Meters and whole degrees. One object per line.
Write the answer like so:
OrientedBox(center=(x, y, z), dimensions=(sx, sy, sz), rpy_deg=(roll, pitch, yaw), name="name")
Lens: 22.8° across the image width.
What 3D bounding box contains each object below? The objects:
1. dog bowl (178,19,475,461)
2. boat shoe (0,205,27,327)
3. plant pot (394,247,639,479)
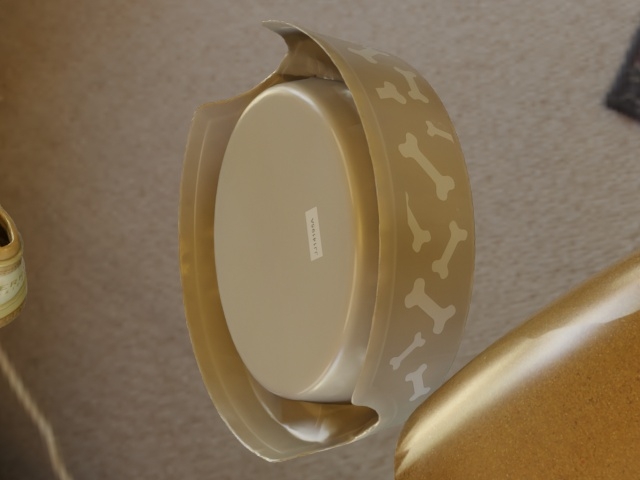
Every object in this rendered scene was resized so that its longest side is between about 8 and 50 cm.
OrientedBox(center=(0.000, 0.000, 1.267), dimensions=(0.348, 0.102, 0.349), rpy_deg=(7, 99, 61), name="dog bowl")
OrientedBox(center=(-0.310, -0.056, 1.147), dimensions=(0.285, 0.104, 0.089), rpy_deg=(40, 139, 16), name="boat shoe")
OrientedBox(center=(0.208, 0.108, 0.964), dimensions=(0.237, 0.237, 0.254), rpy_deg=(55, 131, 24), name="plant pot")
